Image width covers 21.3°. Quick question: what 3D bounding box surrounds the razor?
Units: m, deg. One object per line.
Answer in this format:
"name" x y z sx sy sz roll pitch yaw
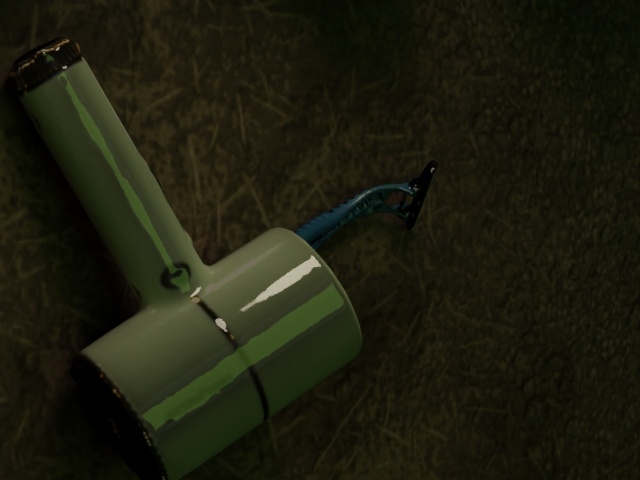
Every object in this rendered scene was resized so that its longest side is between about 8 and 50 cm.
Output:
"razor" 0.000 0.000 1.486 0.253 0.042 0.082 -30 152 -35

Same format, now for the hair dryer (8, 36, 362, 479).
"hair dryer" -0.137 -0.011 1.311 0.203 0.128 0.362 -33 101 -20
